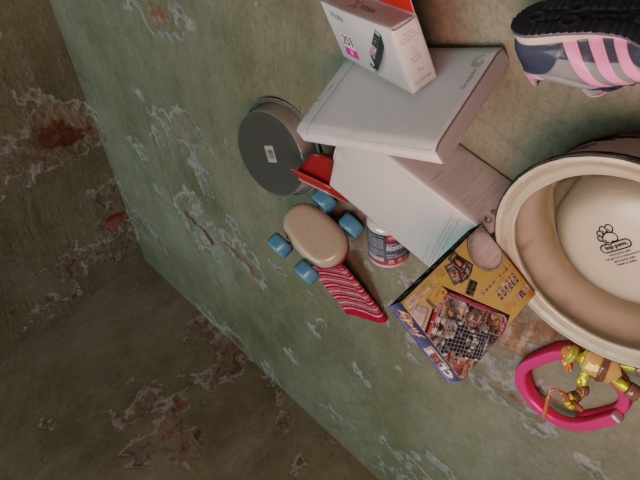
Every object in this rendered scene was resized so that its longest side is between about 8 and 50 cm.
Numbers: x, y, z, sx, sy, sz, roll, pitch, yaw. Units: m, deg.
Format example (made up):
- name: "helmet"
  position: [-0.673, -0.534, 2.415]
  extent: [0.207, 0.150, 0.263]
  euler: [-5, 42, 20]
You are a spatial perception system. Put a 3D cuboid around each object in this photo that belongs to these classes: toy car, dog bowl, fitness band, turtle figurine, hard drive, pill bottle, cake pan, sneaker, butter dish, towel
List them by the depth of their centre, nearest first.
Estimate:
- name: "sneaker"
  position: [0.429, -0.259, 0.796]
  extent: [0.319, 0.112, 0.131]
  euler: [28, 161, 42]
- name: "dog bowl"
  position: [0.502, 0.009, 0.922]
  extent: [0.408, 0.150, 0.408]
  euler: [37, 149, 27]
- name: "hard drive"
  position: [0.137, -0.266, 1.061]
  extent: [0.353, 0.233, 0.047]
  euler: [20, 160, 45]
- name: "turtle figurine"
  position: [0.570, 0.267, 1.129]
  extent: [0.217, 0.087, 0.270]
  euler: [23, 98, 27]
- name: "fitness band"
  position: [0.569, 0.336, 1.298]
  extent: [0.209, 0.054, 0.291]
  euler: [48, 150, 9]
- name: "pill bottle"
  position: [0.169, -0.029, 1.412]
  extent: [0.108, 0.108, 0.180]
  euler: [30, 145, 35]
- name: "butter dish"
  position: [0.031, -0.178, 1.449]
  extent: [0.159, 0.118, 0.160]
  euler: [28, -175, 34]
- name: "cake pan"
  position: [-0.126, -0.251, 1.597]
  extent: [0.293, 0.054, 0.293]
  euler: [25, 133, 30]
- name: "toy car"
  position: [0.000, 0.000, 1.658]
  extent: [0.210, 0.219, 0.238]
  euler: [44, 180, 14]
- name: "towel"
  position: [0.077, 0.157, 1.776]
  extent: [0.198, 0.031, 0.275]
  euler: [7, 143, 52]

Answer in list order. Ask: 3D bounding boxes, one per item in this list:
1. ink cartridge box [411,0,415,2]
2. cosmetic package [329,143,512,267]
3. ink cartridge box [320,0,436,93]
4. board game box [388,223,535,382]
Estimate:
- name: "ink cartridge box"
  position: [0.120, -0.504, 0.953]
  extent: [0.207, 0.097, 0.046]
  euler: [56, 152, -6]
- name: "cosmetic package"
  position: [0.212, -0.111, 1.211]
  extent: [0.385, 0.156, 0.217]
  euler: [43, 150, 18]
- name: "ink cartridge box"
  position: [0.079, -0.412, 1.009]
  extent: [0.275, 0.060, 0.239]
  euler: [50, 174, 49]
- name: "board game box"
  position: [0.252, 0.104, 0.985]
  extent: [0.165, 0.243, 0.042]
  euler: [52, 150, 0]
